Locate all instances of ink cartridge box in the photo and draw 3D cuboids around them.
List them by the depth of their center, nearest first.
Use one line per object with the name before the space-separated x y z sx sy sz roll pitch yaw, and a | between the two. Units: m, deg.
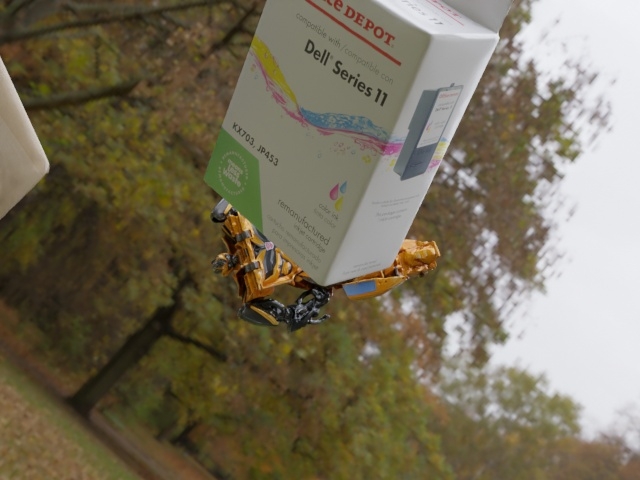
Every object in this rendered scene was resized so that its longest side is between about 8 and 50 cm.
ink cartridge box | 0.033 -0.160 1.037 0.119 0.353 0.207 -11 42 -47

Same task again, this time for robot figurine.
robot figurine | 0.000 0.000 1.356 0.085 0.291 0.211 -43 -118 64

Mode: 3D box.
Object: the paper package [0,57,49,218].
paper package | -0.521 -0.200 1.244 0.309 0.168 0.325 26 -32 31
